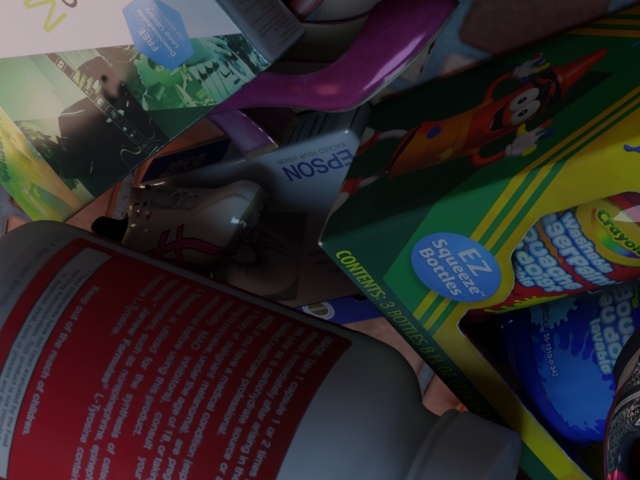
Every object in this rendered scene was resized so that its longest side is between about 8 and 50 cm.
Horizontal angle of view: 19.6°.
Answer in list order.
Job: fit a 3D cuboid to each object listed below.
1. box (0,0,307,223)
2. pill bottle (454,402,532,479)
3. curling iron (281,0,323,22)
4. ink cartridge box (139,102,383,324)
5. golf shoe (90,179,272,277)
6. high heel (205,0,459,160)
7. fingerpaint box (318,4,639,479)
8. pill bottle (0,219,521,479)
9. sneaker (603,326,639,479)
[{"bbox_3d":[-0.184,-0.160,1.348,0.232,0.058,0.322,51,139,-6],"label":"box"},{"bbox_3d":[0.163,0.166,1.569,0.086,0.086,0.152,43,136,-22],"label":"pill bottle"},{"bbox_3d":[0.032,-0.226,1.220,0.274,0.035,0.068,-40,67,43],"label":"curling iron"},{"bbox_3d":[0.000,0.000,1.495,0.223,0.045,0.224,-14,128,37],"label":"ink cartridge box"},{"bbox_3d":[-0.114,-0.010,1.453,0.086,0.067,0.186,44,139,-17],"label":"golf shoe"},{"bbox_3d":[-0.013,-0.148,1.325,0.117,0.082,0.244,49,140,-14],"label":"high heel"},{"bbox_3d":[0.283,0.053,1.322,0.371,0.163,0.445,-18,126,38],"label":"fingerpaint box"},{"bbox_3d":[-0.072,0.151,1.365,0.408,0.229,0.229,20,141,16],"label":"pill bottle"},{"bbox_3d":[0.260,0.068,1.137,0.121,0.112,0.299,21,137,4],"label":"sneaker"}]
